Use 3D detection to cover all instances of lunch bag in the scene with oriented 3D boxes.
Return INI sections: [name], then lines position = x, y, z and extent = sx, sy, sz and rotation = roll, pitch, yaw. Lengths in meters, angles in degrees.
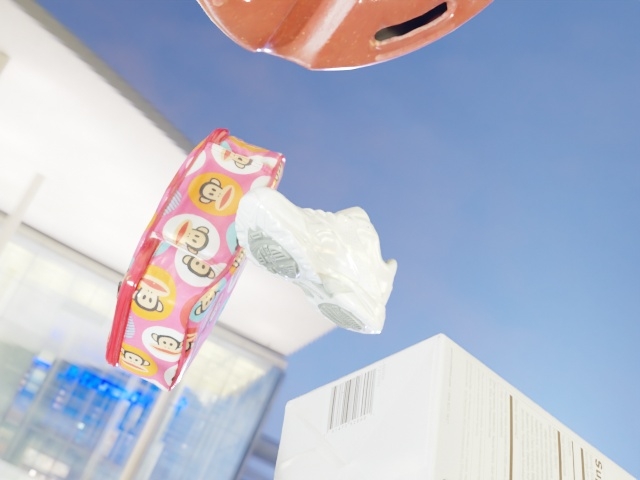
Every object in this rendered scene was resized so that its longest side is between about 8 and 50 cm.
[lunch bag]
position = -0.153, 0.033, 1.379
extent = 0.120, 0.293, 0.258
rotation = 24, -40, 3

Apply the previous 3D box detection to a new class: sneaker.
[sneaker]
position = 0.000, 0.000, 1.199
extent = 0.090, 0.115, 0.232
rotation = 2, -32, 43

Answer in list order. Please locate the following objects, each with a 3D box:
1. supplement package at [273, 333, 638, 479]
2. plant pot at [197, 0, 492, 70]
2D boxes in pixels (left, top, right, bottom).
[supplement package]
position = 0.121, 0.240, 0.895
extent = 0.177, 0.175, 0.293
rotation = -29, -54, 36
[plant pot]
position = -0.018, -0.243, 0.554
extent = 0.265, 0.272, 0.272
rotation = 59, 0, 35
